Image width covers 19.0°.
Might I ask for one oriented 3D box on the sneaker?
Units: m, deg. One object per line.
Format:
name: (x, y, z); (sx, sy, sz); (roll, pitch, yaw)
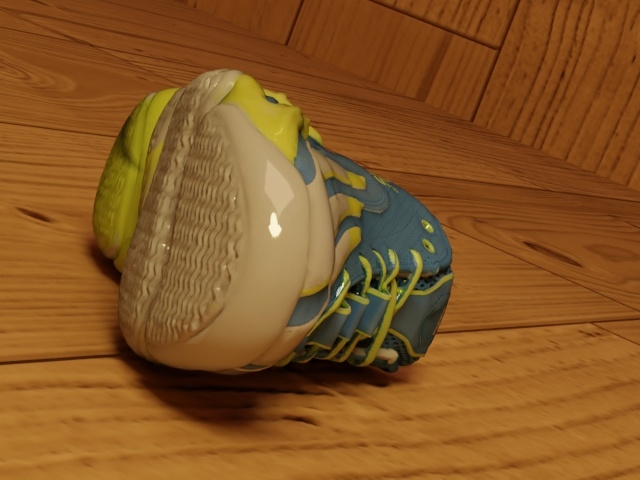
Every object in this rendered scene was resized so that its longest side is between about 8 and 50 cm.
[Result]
sneaker: (0.000, 0.000, 0.624); (0.126, 0.091, 0.240); (19, 8, -14)
